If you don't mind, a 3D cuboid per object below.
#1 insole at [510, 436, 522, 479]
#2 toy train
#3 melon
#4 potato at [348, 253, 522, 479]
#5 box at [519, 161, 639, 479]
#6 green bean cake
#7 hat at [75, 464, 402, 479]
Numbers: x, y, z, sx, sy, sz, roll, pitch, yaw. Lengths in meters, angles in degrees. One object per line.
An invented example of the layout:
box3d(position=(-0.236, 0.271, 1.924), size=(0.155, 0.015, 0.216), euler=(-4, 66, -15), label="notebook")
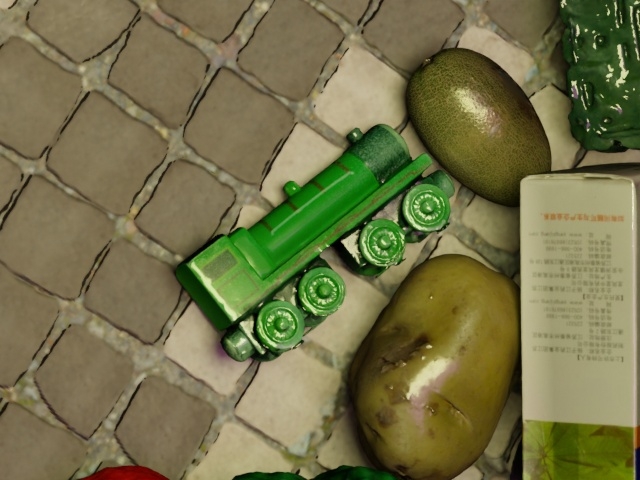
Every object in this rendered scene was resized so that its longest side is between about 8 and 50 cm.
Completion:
box3d(position=(0.199, 0.268, 1.791), size=(0.080, 0.003, 0.232), euler=(12, 89, -21), label="insole")
box3d(position=(0.000, 0.000, 1.663), size=(0.251, 0.085, 0.119), euler=(-39, 90, -19), label="toy train")
box3d(position=(0.141, -0.096, 1.699), size=(0.099, 0.099, 0.162), euler=(-46, 109, -13), label="melon")
box3d(position=(0.101, 0.113, 1.666), size=(0.137, 0.154, 0.200), euler=(28, 74, -7), label="potato")
box3d(position=(0.251, 0.086, 1.691), size=(0.200, 0.106, 0.299), euler=(-11, 100, -65), label="box")
box3d(position=(0.306, -0.180, 1.709), size=(0.193, 0.107, 0.208), euler=(-6, 92, 23), label="green bean cake")
box3d(position=(-0.058, 0.279, 1.580), size=(0.332, 0.242, 0.274), euler=(29, 69, -7), label="hat")
